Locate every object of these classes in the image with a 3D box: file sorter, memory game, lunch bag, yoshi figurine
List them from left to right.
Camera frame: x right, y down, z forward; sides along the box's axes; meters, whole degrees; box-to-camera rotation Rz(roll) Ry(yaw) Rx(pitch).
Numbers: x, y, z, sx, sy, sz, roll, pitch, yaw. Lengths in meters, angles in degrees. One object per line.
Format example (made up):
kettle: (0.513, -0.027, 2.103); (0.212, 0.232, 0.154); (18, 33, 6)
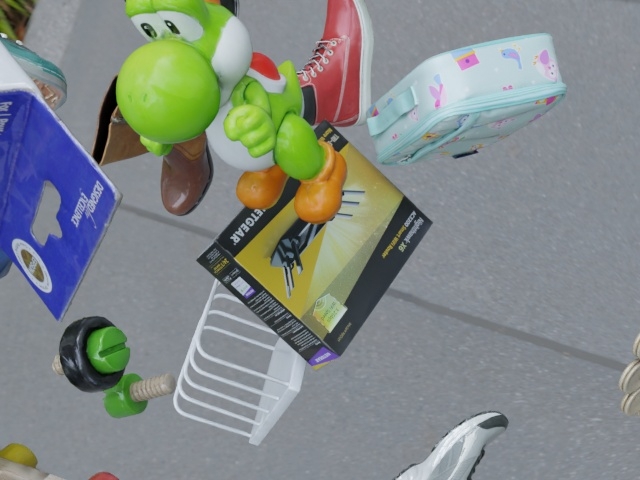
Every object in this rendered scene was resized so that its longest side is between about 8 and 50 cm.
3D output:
yoshi figurine: (-0.118, -0.133, 1.050); (0.203, 0.362, 0.203); (-31, 49, 9)
file sorter: (-0.127, 0.185, 1.509); (0.173, 0.278, 0.193); (19, 57, -7)
lunch bag: (0.191, -0.186, 1.279); (0.224, 0.279, 0.108); (-16, 84, -19)
memory game: (0.342, 0.091, 0.850); (0.012, 0.186, 0.186); (40, 100, 42)

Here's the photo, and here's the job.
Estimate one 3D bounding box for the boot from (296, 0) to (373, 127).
boot: (-0.001, -0.315, 1.560); (0.088, 0.176, 0.244); (7, 102, 54)

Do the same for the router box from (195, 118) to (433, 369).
router box: (0.000, 0.000, 1.375); (0.243, 0.309, 0.081); (43, 144, -7)

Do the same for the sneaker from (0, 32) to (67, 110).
sneaker: (-0.452, -0.247, 1.103); (0.108, 0.302, 0.121); (-39, 45, 46)

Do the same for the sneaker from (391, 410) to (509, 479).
sneaker: (0.213, 0.381, 1.479); (0.271, 0.100, 0.108); (-37, 65, -22)

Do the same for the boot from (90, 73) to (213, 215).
boot: (-0.261, -0.141, 1.455); (0.096, 0.280, 0.264); (31, 112, 14)

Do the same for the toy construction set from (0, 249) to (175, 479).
toy construction set: (-0.296, 0.165, 0.629); (0.237, 0.257, 0.309); (-16, 38, 25)

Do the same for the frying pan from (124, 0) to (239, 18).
frying pan: (-0.186, -0.365, 1.104); (0.197, 0.326, 0.053); (28, 56, 14)

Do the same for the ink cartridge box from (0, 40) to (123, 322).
ink cartridge box: (-0.249, -0.116, 0.454); (0.371, 0.069, 0.176); (49, 147, 2)
